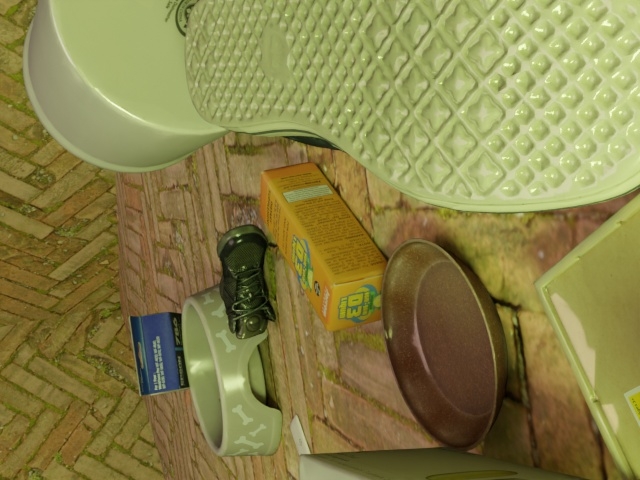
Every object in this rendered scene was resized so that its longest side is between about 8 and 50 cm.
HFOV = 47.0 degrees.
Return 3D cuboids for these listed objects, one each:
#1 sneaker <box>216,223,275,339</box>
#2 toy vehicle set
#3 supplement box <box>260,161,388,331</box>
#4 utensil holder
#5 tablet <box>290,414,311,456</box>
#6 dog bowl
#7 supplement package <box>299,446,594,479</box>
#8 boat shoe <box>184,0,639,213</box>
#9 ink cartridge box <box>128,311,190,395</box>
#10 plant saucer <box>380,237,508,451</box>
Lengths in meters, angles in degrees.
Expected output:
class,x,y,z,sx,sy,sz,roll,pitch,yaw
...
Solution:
class,x,y,z,sx,sy,sz,roll,pitch,yaw
sneaker,-0.116,0.074,1.196,0.227,0.087,0.130,105,146,-52
toy vehicle set,0.227,0.104,0.412,0.166,0.035,0.266,120,136,-58
supplement box,0.000,0.000,0.882,0.233,0.080,0.078,-126,31,-44
utensil holder,-0.231,-0.271,1.027,0.385,0.328,0.327,1,100,65
tablet,-0.032,0.331,1.196,0.054,0.006,0.083,111,143,-52
dog bowl,-0.180,0.249,1.406,0.349,0.102,0.348,170,90,-69
supplement package,0.092,0.266,0.527,0.262,0.145,0.203,157,115,-68
boat shoe,0.062,-0.139,0.579,0.500,0.156,0.186,20,113,53
ink cartridge box,-0.310,0.241,1.581,0.333,0.065,0.165,39,-139,-79
plant saucer,0.117,0.093,0.684,0.199,0.036,0.198,171,90,-69
